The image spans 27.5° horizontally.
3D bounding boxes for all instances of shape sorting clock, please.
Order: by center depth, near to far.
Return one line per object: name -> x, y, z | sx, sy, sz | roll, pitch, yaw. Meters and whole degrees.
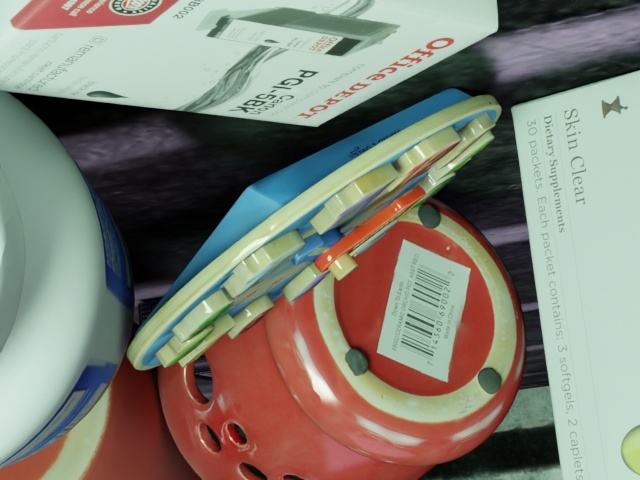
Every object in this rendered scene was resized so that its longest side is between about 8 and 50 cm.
shape sorting clock -> 0.000, 0.000, 0.606 | 0.206, 0.040, 0.206 | -37, 170, -8

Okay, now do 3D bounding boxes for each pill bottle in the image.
pill bottle -> -0.152, 0.016, 0.482 | 0.152, 0.152, 0.272 | -5, 174, -5

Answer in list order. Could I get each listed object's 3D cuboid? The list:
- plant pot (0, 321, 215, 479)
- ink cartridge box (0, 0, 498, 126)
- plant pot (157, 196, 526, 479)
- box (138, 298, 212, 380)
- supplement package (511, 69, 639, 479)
plant pot -> -0.211, 0.130, 0.855 | 0.275, 0.275, 0.243 | -6, 158, -1
ink cartridge box -> -0.029, -0.079, 0.390 | 0.135, 0.056, 0.099 | 3, 164, -36
plant pot -> 0.014, 0.065, 0.802 | 0.191, 0.191, 0.174 | -1, 159, -26
box -> 0.011, 0.074, 1.128 | 0.270, 0.060, 0.216 | -10, 168, 16
supplement package -> 0.220, 0.055, 0.661 | 0.145, 0.262, 0.204 | -14, 166, 33
